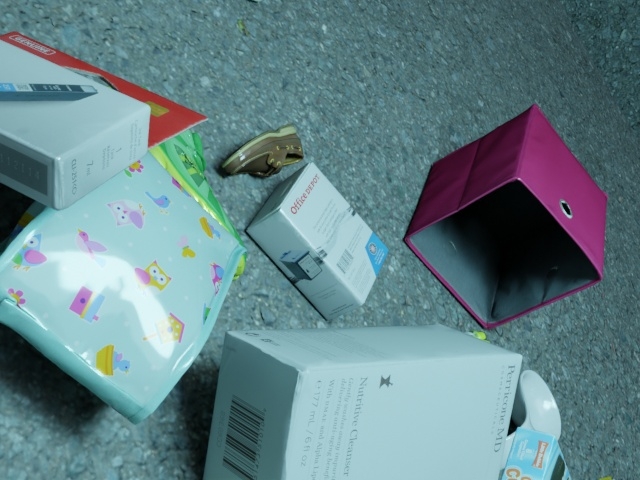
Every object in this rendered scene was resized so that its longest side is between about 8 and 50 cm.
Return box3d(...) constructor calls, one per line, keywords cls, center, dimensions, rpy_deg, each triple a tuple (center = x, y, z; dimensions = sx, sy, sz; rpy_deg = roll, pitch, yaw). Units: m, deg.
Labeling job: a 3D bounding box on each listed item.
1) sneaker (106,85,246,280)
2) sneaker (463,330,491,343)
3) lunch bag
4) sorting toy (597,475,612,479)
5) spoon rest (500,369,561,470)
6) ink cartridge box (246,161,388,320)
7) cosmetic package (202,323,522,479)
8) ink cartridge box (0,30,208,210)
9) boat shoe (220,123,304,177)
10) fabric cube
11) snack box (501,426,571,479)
box3d(cls="sneaker", center=(-0.177, -0.081, 1.016), dimensions=(0.295, 0.109, 0.123), rpy_deg=(56, 42, -5))
box3d(cls="sneaker", center=(0.193, 0.276, 1.228), dimensions=(0.121, 0.111, 0.300), rpy_deg=(12, 60, -14))
box3d(cls="lunch bag", center=(-0.225, 0.042, 0.848), dimensions=(0.223, 0.160, 0.262), rpy_deg=(46, 34, -19))
box3d(cls="sorting toy", center=(0.482, 0.527, 1.421), dimensions=(0.274, 0.046, 0.132), rpy_deg=(-26, 87, -52))
box3d(cls="spoon rest", center=(0.359, 0.320, 1.386), dimensions=(0.276, 0.084, 0.137), rpy_deg=(-25, 87, -51))
box3d(cls="ink cartridge box", center=(0.000, 0.000, 1.185), dimensions=(0.190, 0.082, 0.139), rpy_deg=(48, 39, -14))
box3d(cls="cosmetic package", center=(0.062, 0.224, 0.969), dimensions=(0.385, 0.156, 0.217), rpy_deg=(2, 99, -40))
box3d(cls="ink cartridge box", center=(-0.305, -0.165, 0.835), dimensions=(0.296, 0.066, 0.261), rpy_deg=(25, 37, 14))
box3d(cls="boat shoe", center=(-0.079, -0.127, 1.192), dimensions=(0.060, 0.064, 0.178), rpy_deg=(58, 35, 0))
box3d(cls="fabric cube", center=(0.353, -0.043, 1.465), dimensions=(0.254, 0.259, 0.258), rpy_deg=(46, 40, -16))
box3d(cls="snack box", center=(0.269, 0.443, 1.090), dimensions=(0.322, 0.060, 0.187), rpy_deg=(-65, 146, -25))
